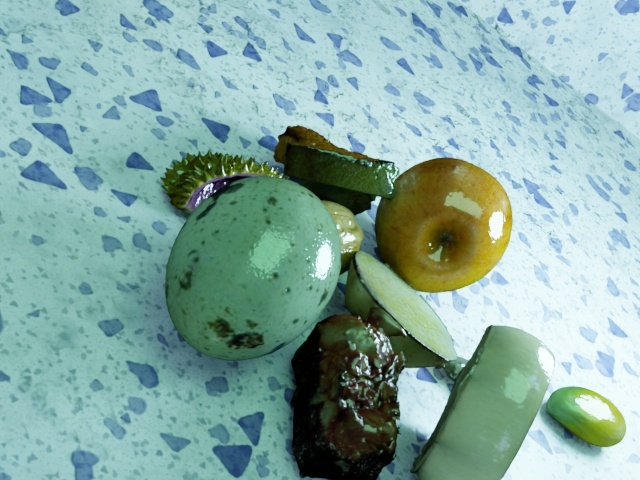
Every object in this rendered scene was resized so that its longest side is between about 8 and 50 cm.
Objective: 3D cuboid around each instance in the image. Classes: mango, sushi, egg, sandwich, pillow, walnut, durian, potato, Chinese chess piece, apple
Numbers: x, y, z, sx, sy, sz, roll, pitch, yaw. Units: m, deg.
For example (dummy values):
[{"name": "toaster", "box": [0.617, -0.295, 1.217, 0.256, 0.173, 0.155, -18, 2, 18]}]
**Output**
[{"name": "mango", "box": [0.588, 0.387, 2.264, 0.194, 0.092, 0.130, 18, 43, -17]}, {"name": "sushi", "box": [0.061, 0.266, 1.800, 0.196, 0.182, 0.343, 27, 40, -23]}, {"name": "egg", "box": [-0.116, 0.050, 1.770, 0.287, 0.287, 0.379, 35, 47, -10]}, {"name": "sandwich", "box": [-0.004, -0.141, 2.174, 0.250, 0.162, 0.301, 11, 13, -25]}, {"name": "pillow", "box": [0.346, 0.305, 2.145, 0.241, 0.051, 0.093, 25, 38, -26]}, {"name": "walnut", "box": [0.000, 0.000, 2.048, 0.206, 0.159, 0.159, -11, 61, -53]}, {"name": "durian", "box": [-0.187, -0.114, 2.033, 0.260, 0.154, 0.186, 8, 22, -49]}, {"name": "potato", "box": [0.135, 0.153, 2.032, 0.299, 0.116, 0.239, 40, 24, -27]}, {"name": "Chinese chess piece", "box": [0.293, 0.314, 1.840, 0.140, 0.338, 0.338, 29, 34, 8]}, {"name": "apple", "box": [0.262, -0.027, 2.196, 0.299, 0.299, 0.275, 40, 21, -3]}]
